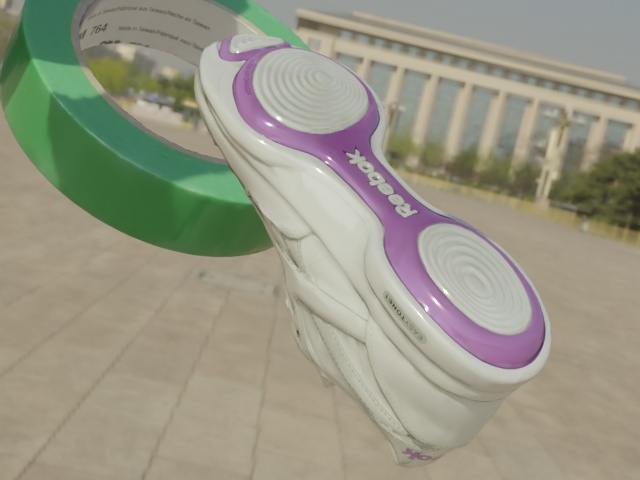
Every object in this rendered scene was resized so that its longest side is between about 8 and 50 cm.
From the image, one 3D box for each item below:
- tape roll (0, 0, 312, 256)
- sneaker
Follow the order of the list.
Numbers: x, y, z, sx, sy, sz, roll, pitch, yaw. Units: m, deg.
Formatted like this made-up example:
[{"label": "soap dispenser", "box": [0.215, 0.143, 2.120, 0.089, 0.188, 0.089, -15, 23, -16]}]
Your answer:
[{"label": "tape roll", "box": [-0.128, -0.131, 1.035, 0.321, 0.077, 0.321, 20, 42, -19]}, {"label": "sneaker", "box": [0.000, 0.000, 0.670, 0.114, 0.152, 0.305, -11, 53, -34]}]
